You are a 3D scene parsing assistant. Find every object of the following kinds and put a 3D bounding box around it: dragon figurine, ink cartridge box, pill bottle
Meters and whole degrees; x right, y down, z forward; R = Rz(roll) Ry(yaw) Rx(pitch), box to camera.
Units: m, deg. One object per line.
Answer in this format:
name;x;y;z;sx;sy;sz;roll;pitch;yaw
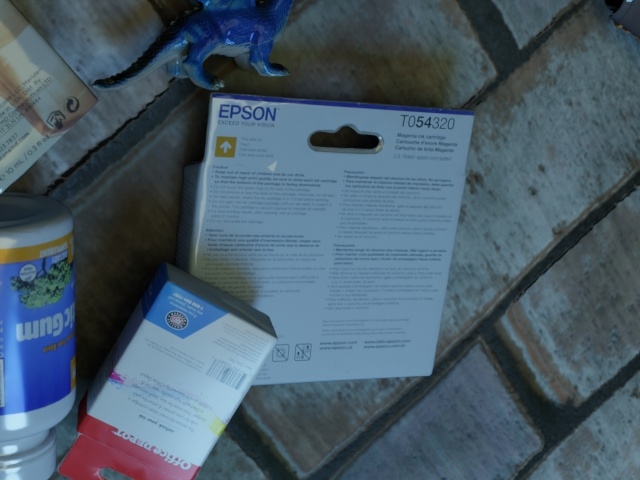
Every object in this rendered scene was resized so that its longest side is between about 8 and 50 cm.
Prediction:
dragon figurine;-0.107;-0.231;1.128;0.289;0.085;0.144;-14;112;-24
ink cartridge box;-0.161;0.156;1.168;0.134;0.078;0.231;30;98;-17
ink cartridge box;0.000;0.000;1.269;0.324;0.071;0.330;1;105;-26
pill bottle;-0.313;0.100;1.087;0.152;0.152;0.271;-6;109;-26

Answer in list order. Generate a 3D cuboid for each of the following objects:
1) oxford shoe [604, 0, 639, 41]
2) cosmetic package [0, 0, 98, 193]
oxford shoe;0.424;-0.287;1.396;0.133;0.130;0.363;-17;126;13
cosmetic package;-0.350;-0.195;0.973;0.129;0.153;0.296;-46;123;-10
